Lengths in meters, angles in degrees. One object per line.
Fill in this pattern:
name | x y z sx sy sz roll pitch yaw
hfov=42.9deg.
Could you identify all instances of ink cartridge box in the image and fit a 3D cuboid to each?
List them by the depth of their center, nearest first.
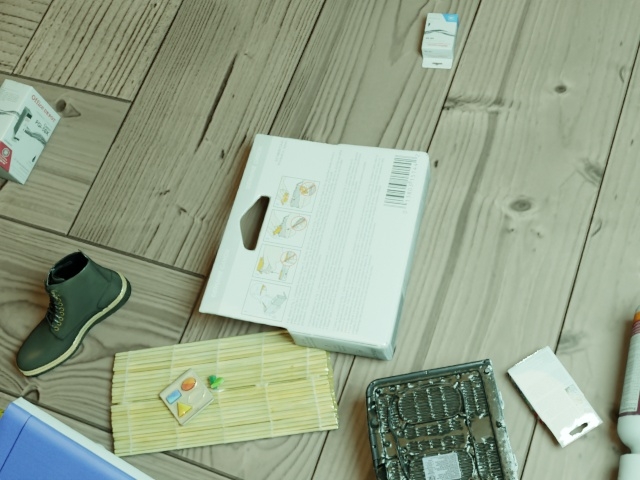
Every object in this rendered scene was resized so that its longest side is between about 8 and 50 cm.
ink cartridge box | 0.293 0.198 1.024 0.063 0.029 0.115 -31 66 -3
ink cartridge box | 0.000 0.000 1.140 0.261 0.066 0.296 9 65 15
ink cartridge box | 0.185 -0.310 1.263 0.048 0.028 0.083 6 69 15
ink cartridge box | -0.492 -0.175 1.312 0.056 0.099 0.135 17 72 18

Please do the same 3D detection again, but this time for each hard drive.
hard drive | -0.281 0.362 0.983 0.319 0.040 0.210 30 99 5

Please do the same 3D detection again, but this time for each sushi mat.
sushi mat | -0.136 0.205 1.118 0.317 0.019 0.151 -9 65 8

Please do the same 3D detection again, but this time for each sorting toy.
sorting toy | -0.173 0.203 1.108 0.083 0.012 0.062 -40 64 -7

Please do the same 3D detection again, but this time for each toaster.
toaster | 0.140 0.248 0.990 0.186 0.110 0.168 -12 65 7

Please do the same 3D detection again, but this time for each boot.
boot | -0.378 0.098 1.151 0.077 0.137 0.198 39 81 24

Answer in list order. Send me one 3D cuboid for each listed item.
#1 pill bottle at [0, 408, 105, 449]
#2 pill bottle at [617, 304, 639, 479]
pill bottle | -0.399 0.294 1.082 0.209 0.119 0.119 11 70 16
pill bottle | 0.416 0.188 0.951 0.121 0.121 0.221 11 70 16
